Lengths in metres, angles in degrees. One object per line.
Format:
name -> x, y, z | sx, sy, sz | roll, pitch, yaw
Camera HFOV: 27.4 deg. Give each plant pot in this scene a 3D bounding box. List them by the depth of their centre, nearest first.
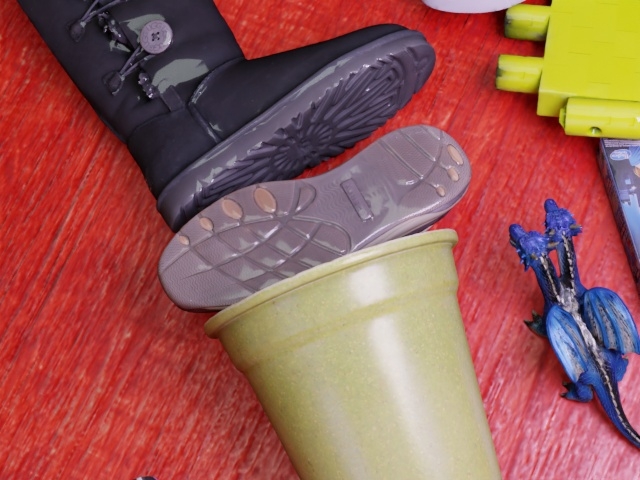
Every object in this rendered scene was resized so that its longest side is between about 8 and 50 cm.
plant pot -> 0.055, 0.156, 1.312 | 0.276, 0.276, 0.254 | -21, 81, -1

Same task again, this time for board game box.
board game box -> 0.401, -0.015, 1.416 | 0.194, 0.060, 0.194 | 0, 72, 7

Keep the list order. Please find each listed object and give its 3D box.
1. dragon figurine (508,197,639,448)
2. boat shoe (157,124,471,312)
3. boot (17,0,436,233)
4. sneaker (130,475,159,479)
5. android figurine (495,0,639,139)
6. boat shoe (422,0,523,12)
dragon figurine -> 0.274, 0.101, 1.346 | 0.085, 0.144, 0.289 | -24, 69, -1
boat shoe -> 0.000, 0.000, 1.423 | 0.355, 0.130, 0.132 | -21, 66, -7
boot -> -0.133, -0.272, 1.543 | 0.367, 0.146, 0.445 | -32, 65, -7
sneaker -> -0.182, 0.332, 1.365 | 0.077, 0.072, 0.178 | -24, 63, 10
android figurine -> 0.337, -0.208, 1.473 | 0.272, 0.056, 0.248 | 8, 55, 12
boat shoe -> 0.255, -0.346, 1.489 | 0.306, 0.105, 0.113 | -10, 49, 6
